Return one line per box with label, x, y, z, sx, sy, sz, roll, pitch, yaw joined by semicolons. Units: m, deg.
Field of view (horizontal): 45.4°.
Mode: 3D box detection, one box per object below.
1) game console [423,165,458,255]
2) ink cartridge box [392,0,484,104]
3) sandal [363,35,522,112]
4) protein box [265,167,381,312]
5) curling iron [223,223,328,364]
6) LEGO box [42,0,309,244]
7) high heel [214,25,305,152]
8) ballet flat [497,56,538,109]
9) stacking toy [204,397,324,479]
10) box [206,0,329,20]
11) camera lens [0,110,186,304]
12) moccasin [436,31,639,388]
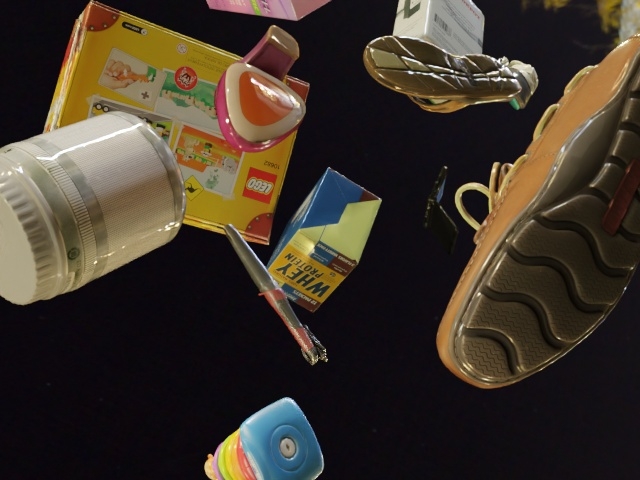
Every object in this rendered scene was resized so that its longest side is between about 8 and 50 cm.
game console;0.220;-0.050;1.331;0.122;0.071;0.107;82;-148;-67
ink cartridge box;0.209;-0.359;1.350;0.153;0.087;0.208;37;-132;-29
sandal;0.145;-0.190;0.919;0.219;0.060;0.090;-3;-123;-33
protein box;0.000;0.000;1.594;0.136;0.201;0.199;31;-133;-8
curling iron;-0.078;0.089;1.235;0.035;0.068;0.274;-36;-95;-13
LEGO box;-0.318;-0.235;1.661;0.500;0.193;0.372;17;-93;-25
high heel;-0.113;-0.179;1.126;0.127;0.181;0.377;35;-151;-12
ballet flat;0.327;-0.276;1.305;0.203;0.074;0.074;-101;-11;-69
stacking toy;-0.157;0.455;1.590;0.166;0.302;0.175;-23;-94;-46
box;-0.035;-0.408;1.041;0.214;0.243;0.117;-37;-56;-20
camera lens;-0.351;-0.053;1.109;0.274;0.219;0.219;-32;-69;-43
moccasin;0.220;-0.034;0.720;0.139;0.147;0.380;32;-105;-15
